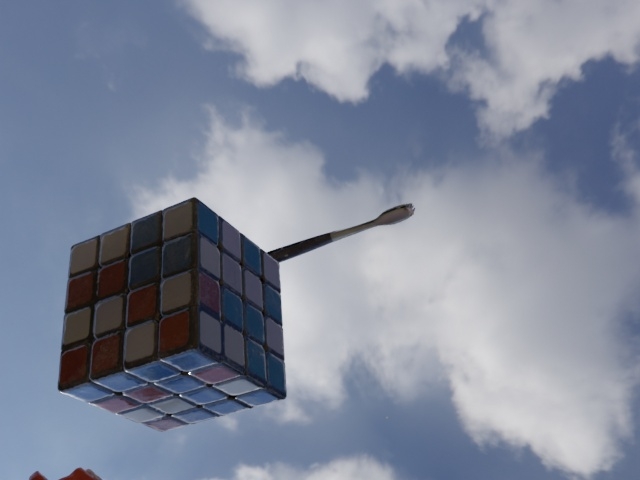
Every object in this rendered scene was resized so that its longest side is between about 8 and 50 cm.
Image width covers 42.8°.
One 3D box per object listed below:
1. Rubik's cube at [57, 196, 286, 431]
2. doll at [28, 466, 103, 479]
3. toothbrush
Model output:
[{"bbox_3d":[-0.082,0.046,0.467,0.092,0.092,0.092,-19,-124,21],"label":"Rubik's cube"},{"bbox_3d":[-0.263,0.443,1.132,0.363,0.182,0.160,44,-112,-5],"label":"doll"},{"bbox_3d":[0.000,0.000,1.103,0.288,0.026,0.024,-20,-78,30],"label":"toothbrush"}]
